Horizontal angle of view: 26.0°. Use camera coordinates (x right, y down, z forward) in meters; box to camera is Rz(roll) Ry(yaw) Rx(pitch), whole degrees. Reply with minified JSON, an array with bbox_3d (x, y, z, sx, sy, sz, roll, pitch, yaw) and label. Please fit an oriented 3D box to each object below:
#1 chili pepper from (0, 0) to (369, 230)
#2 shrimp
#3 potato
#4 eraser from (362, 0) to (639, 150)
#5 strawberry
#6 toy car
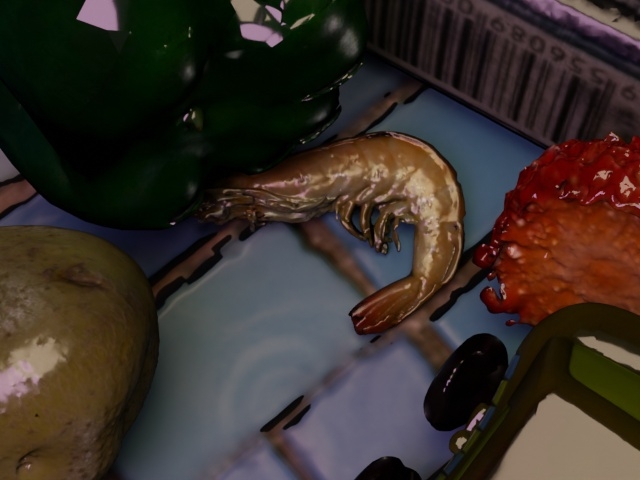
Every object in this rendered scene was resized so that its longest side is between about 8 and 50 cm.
[{"bbox_3d":[-0.102,-0.148,0.763,0.233,0.248,0.257,-29,63,-11],"label":"chili pepper"},{"bbox_3d":[0.000,0.000,0.823,0.178,0.034,0.124,-10,75,-5],"label":"shrimp"},{"bbox_3d":[-0.183,0.059,0.740,0.194,0.157,0.157,17,69,10],"label":"potato"},{"bbox_3d":[0.155,-0.119,0.798,0.332,0.155,0.102,29,70,12],"label":"eraser"},{"bbox_3d":[0.163,0.001,0.765,0.145,0.145,0.086,15,56,7],"label":"strawberry"},{"bbox_3d":[0.109,0.146,0.658,0.204,0.198,0.248,36,87,14],"label":"toy car"}]
